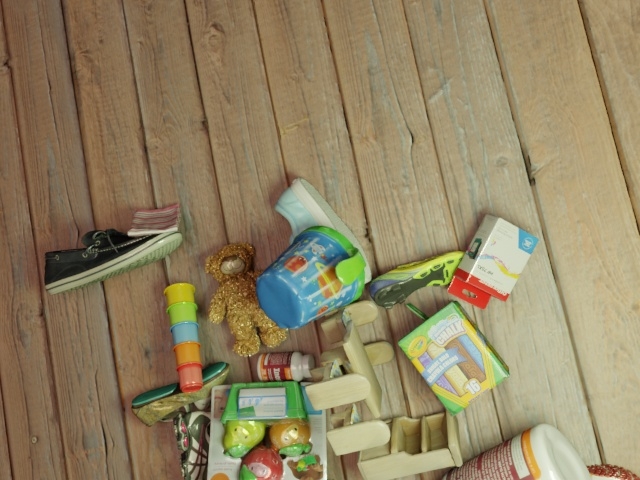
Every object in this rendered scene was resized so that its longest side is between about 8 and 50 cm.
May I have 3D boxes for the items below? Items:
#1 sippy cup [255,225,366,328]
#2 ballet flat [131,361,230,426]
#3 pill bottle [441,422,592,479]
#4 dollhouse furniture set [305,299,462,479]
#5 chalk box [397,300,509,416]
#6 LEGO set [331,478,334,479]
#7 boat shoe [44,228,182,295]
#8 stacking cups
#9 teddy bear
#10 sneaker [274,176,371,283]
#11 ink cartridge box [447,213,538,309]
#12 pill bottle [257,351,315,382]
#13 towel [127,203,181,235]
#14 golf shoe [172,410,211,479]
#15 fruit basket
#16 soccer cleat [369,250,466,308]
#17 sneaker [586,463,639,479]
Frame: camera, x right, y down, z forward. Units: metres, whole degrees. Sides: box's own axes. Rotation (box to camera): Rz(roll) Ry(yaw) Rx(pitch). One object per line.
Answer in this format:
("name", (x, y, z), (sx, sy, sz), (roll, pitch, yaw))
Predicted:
("sippy cup", (-0.040, 0.109, 1.613), (0.240, 0.224, 0.305), (39, 134, 18))
("ballet flat", (-0.399, 0.466, 1.859), (0.348, 0.123, 0.123), (-24, 80, 13))
("pill bottle", (0.431, 0.623, 1.499), (0.392, 0.224, 0.224), (-39, 76, 27))
("dollhouse furniture set", (0.171, 0.385, 1.570), (0.256, 0.362, 0.394), (-18, 107, 14))
("chalk box", (0.327, 0.269, 1.609), (0.179, 0.180, 0.289), (-38, 78, 11))
("LEGO set", (0.023, 0.828, 1.687), (0.255, 0.192, 0.331), (-31, 63, -6))
("boat shoe", (-0.656, 0.035, 1.924), (0.500, 0.187, 0.156), (-18, 87, 20))
("stacking cups", (-0.399, 0.281, 1.812), (0.096, 0.096, 0.316), (-22, 57, 14))
("teddy bear", (-0.221, 0.169, 1.818), (0.245, 0.113, 0.338), (-6, 85, 14))
("sneaker", (0.000, 0.000, 1.764), (0.150, 0.135, 0.366), (-42, 67, 18))
("ink cartridge box", (0.443, 0.065, 1.613), (0.134, 0.078, 0.231), (25, 94, -16))
("pill bottle", (-0.097, 0.361, 1.779), (0.152, 0.086, 0.086), (-7, 84, 17))
("towel", (-0.494, -0.061, 1.864), (0.144, 0.197, 0.029), (-8, 112, -6))
("golf shoe", (-0.357, 0.632, 1.827), (0.120, 0.105, 0.273), (-8, 104, -19))
("fruit basket", (-0.146, 0.558, 1.682), (0.327, 0.165, 0.353), (-2, 58, 4))
("soccer cleat", (0.265, 0.086, 1.689), (0.289, 0.121, 0.093), (-24, 123, 2))
("sneaker", (0.675, 0.607, 1.537), (0.225, 0.088, 0.093), (-10, 87, 25))
